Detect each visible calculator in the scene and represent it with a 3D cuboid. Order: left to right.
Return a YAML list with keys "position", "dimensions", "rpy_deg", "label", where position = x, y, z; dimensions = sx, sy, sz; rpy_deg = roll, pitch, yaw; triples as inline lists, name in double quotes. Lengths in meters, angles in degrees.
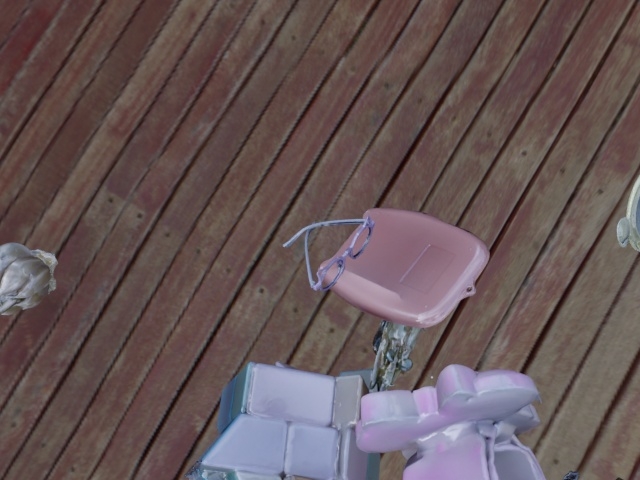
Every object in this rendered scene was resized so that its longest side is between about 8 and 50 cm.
- position: [0.142, 0.037, 1.278]
  dimensions: [0.329, 0.048, 0.220]
  rpy_deg: [21, 64, 48]
  label: "calculator"

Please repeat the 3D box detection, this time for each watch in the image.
- position: [0.180, 0.275, 0.808]
  dimensions: [0.211, 0.248, 0.217]
  rpy_deg: [-27, 55, 23]
  label: "watch"

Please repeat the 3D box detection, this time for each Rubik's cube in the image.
- position: [-0.053, 0.407, 1.353]
  dimensions: [0.368, 0.387, 0.358]
  rpy_deg: [13, 67, -11]
  label: "Rubik's cube"

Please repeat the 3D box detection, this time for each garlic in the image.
- position: [-0.582, 0.092, 1.342]
  dimensions: [0.127, 0.131, 0.194]
  rpy_deg: [29, 40, -4]
  label: "garlic"

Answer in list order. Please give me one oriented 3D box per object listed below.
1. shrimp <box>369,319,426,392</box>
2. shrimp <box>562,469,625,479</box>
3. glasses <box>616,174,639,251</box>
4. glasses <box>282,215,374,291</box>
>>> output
- position: [0.156, 0.147, 1.425]
  dimensions: [0.085, 0.247, 0.360]
  rpy_deg: [23, 55, -3]
  label: "shrimp"
- position: [0.398, 0.427, 1.135]
  dimensions: [0.051, 0.150, 0.217]
  rpy_deg: [27, 113, -7]
  label: "shrimp"
- position: [0.383, -0.040, 0.596]
  dimensions: [0.220, 0.088, 0.190]
  rpy_deg: [28, 108, 28]
  label: "glasses"
- position: [0.000, 0.000, 1.043]
  dimensions: [0.104, 0.062, 0.140]
  rpy_deg: [32, 63, 24]
  label: "glasses"
